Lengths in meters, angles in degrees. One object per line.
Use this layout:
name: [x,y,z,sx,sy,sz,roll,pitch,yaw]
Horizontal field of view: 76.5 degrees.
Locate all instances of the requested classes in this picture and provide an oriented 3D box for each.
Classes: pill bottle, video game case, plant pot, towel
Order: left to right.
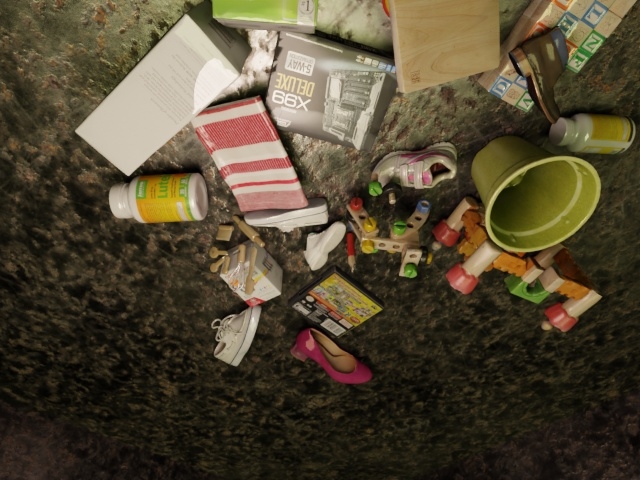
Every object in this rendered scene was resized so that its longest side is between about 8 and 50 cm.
pill bottle: [-0.463,-0.120,1.171,0.245,0.136,0.136,-3,128,0]
towel: [-0.191,-0.217,1.114,0.237,0.037,0.329,-2,131,29]
video game case: [0.060,0.241,1.534,0.248,0.035,0.275,-38,119,25]
plant pot: [0.539,-0.154,1.099,0.276,0.254,0.276,-2,127,-2]
pill bottle: [0.729,-0.289,1.098,0.184,0.103,0.103,3,128,-4]

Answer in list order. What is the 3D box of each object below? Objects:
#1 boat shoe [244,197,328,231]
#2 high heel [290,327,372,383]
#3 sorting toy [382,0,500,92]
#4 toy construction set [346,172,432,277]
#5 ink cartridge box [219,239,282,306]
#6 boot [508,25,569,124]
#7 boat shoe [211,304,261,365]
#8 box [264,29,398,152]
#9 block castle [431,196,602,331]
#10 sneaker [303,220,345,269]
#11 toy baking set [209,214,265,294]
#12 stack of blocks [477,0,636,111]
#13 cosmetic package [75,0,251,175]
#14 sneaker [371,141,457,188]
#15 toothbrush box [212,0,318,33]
boat shoe: [-0.102,-0.066,1.252,0.258,0.095,0.084,-6,124,5]
high heel: [0.071,0.472,1.648,0.377,0.127,0.181,21,135,-13]
sorting toy: [0.258,-0.487,0.895,0.257,0.089,0.255,-20,116,-13]
toy construction set: [0.181,0.014,1.187,0.257,0.237,0.309,16,145,-23]
ink cartridge box: [-0.228,0.106,1.361,0.128,0.127,0.176,-25,123,18]
boot: [0.530,-0.372,0.929,0.106,0.082,0.219,-33,121,25]
boat shoe: [-0.343,0.351,1.559,0.156,0.136,0.367,20,134,-13]
box: [0.023,-0.377,1.024,0.307,0.076,0.242,12,127,-11]
block castle: [0.578,0.080,1.257,0.453,0.303,0.213,20,126,-15]
sneaker: [0.000,0.000,1.312,0.080,0.094,0.212,-12,147,-44]
toy baking set: [-0.252,0.046,1.255,0.030,0.256,0.197,18,105,-56]
stack of blocks: [0.545,-0.467,0.963,0.171,0.087,0.297,20,125,-16]
cosmetic package: [-0.359,-0.352,0.948,0.385,0.217,0.156,-33,122,23]
sneaker: [0.269,-0.199,1.148,0.252,0.111,0.103,-17,127,11]
toothbrush box: [-0.101,-0.574,0.795,0.206,0.122,0.283,4,109,-4]
